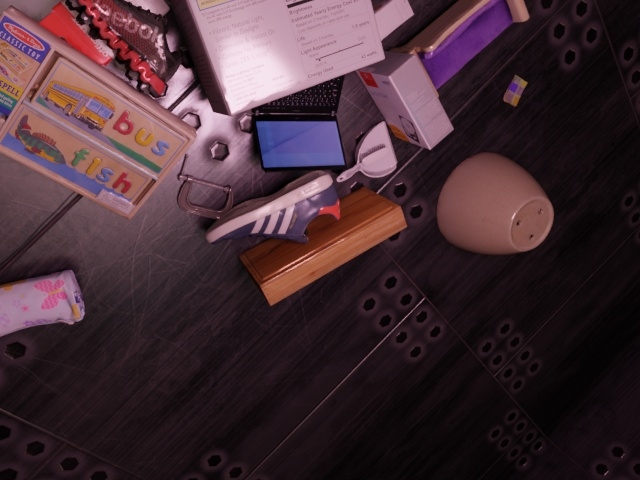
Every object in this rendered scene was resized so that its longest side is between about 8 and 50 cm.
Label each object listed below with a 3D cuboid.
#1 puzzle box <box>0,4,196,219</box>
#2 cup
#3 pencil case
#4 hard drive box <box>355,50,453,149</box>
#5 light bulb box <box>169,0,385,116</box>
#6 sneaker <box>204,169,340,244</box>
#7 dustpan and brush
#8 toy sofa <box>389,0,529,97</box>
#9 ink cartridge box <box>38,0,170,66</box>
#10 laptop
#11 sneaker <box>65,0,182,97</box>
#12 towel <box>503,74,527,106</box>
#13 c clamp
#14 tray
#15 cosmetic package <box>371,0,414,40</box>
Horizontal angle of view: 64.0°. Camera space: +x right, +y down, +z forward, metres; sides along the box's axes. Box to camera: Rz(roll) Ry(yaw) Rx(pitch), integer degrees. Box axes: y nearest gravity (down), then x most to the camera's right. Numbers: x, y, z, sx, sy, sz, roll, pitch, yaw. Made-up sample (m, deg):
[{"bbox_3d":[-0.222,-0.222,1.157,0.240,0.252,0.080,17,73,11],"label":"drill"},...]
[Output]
[{"bbox_3d":[-0.505,-0.239,1.068,0.409,0.052,0.272,32,114,-32],"label":"puzzle box"},{"bbox_3d":[0.563,-0.087,1.575,0.331,0.237,0.330,-9,113,-22],"label":"cup"},{"bbox_3d":[-0.684,0.153,1.159,0.273,0.113,0.124,-13,107,-20],"label":"pencil case"},{"bbox_3d":[0.218,-0.367,1.330,0.089,0.181,0.232,-41,121,-4],"label":"hard drive box"},{"bbox_3d":[-0.108,-0.486,1.037,0.358,0.225,0.360,-25,113,-15],"label":"light bulb box"},{"bbox_3d":[-0.112,-0.040,1.283,0.350,0.131,0.148,-23,111,7],"label":"sneaker"},{"bbox_3d":[0.124,-0.220,1.416,0.211,0.060,0.147,-30,120,-12],"label":"dustpan and brush"},{"bbox_3d":[0.380,-0.537,1.338,0.363,0.177,0.150,-42,121,-6],"label":"toy sofa"},{"bbox_3d":[-0.442,-0.455,1.043,0.231,0.078,0.134,-42,123,-4],"label":"ink cartridge box"},{"bbox_3d":[-0.036,-0.317,1.251,0.235,0.136,0.264,-6,131,-24],"label":"laptop"},{"bbox_3d":[-0.375,-0.419,0.988,0.135,0.098,0.276,-45,123,-8],"label":"sneaker"},{"bbox_3d":[0.598,-0.457,1.571,0.060,0.009,0.083,18,102,-29],"label":"towel"},{"bbox_3d":[-0.287,-0.123,1.285,0.161,0.022,0.137,20,102,-31],"label":"c clamp"},{"bbox_3d":[0.000,0.000,1.365,0.411,0.203,0.076,-30,120,-11],"label":"tray"},{"bbox_3d":[0.103,-0.516,1.179,0.099,0.239,0.060,-42,123,-5],"label":"cosmetic package"}]
